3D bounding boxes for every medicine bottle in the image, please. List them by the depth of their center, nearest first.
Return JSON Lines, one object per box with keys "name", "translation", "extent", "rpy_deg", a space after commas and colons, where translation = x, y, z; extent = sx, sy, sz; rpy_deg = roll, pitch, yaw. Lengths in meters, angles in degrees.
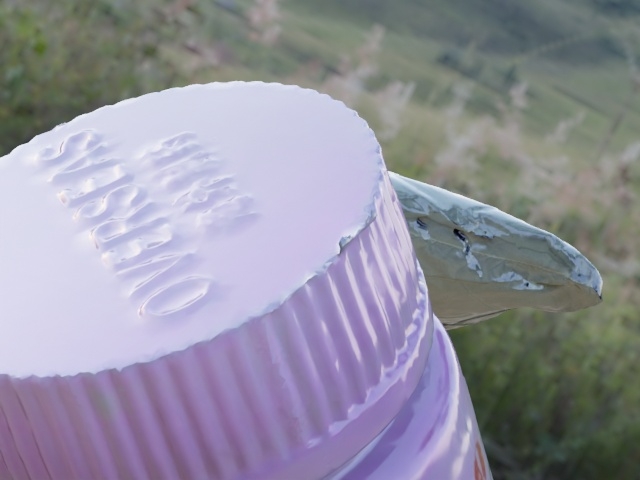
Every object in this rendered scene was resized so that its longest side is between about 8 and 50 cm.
{"name": "medicine bottle", "translation": [-0.023, 0.105, 0.691], "extent": [0.178, 0.178, 0.291], "rpy_deg": [36, -29, 53]}

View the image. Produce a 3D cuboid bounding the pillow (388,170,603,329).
{"name": "pillow", "translation": [0.002, 0.000, 1.193], "extent": [0.280, 0.076, 0.274], "rpy_deg": [19, -9, -16]}
